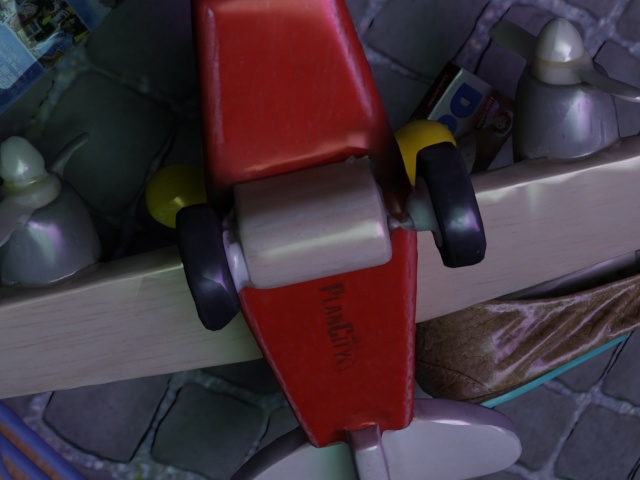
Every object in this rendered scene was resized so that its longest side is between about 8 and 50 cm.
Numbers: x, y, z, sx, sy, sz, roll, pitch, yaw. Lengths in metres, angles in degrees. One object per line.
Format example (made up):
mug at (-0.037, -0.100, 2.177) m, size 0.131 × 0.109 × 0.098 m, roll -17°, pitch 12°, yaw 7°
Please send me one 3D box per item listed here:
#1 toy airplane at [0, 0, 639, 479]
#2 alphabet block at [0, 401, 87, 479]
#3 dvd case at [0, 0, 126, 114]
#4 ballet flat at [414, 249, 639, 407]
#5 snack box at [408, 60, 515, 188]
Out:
toy airplane at (0.000, 0.000, 0.841) m, size 0.386 × 0.272 × 0.384 m, roll 15°, pitch 135°, yaw -36°
alphabet block at (-0.234, 0.229, 0.875) m, size 0.197 × 0.193 × 0.192 m, roll -40°, pitch 120°, yaw -1°
dvd case at (-0.170, -0.201, 0.800) m, size 0.253 × 0.022 × 0.180 m, roll -42°, pitch 121°, yaw 1°
ballet flat at (0.217, 0.015, 1.025) m, size 0.342 × 0.116 × 0.124 m, roll -18°, pitch 100°, yaw -10°
snack box at (0.066, -0.033, 0.975) m, size 0.064 × 0.022 × 0.178 m, roll 28°, pitch 101°, yaw -29°
